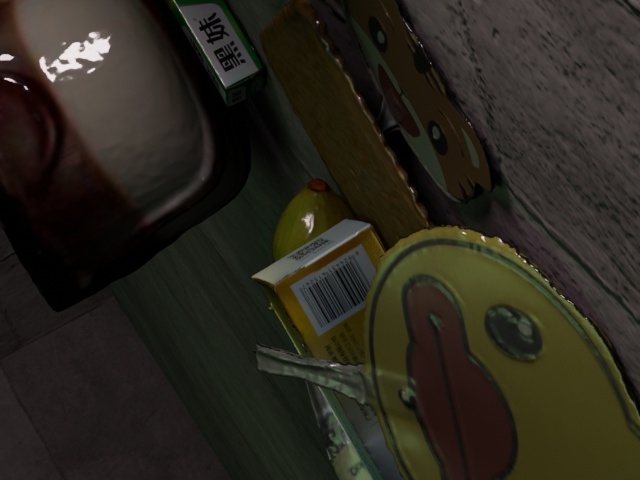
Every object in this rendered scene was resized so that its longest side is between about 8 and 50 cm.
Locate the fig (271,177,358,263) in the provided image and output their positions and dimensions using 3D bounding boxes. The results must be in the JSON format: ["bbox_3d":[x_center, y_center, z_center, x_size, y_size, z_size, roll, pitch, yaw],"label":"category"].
[{"bbox_3d":[0.000,0.000,1.423,0.074,0.074,0.088,-143,43,-67],"label":"fig"}]

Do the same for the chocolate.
[{"bbox_3d":[-0.163,-0.100,1.586,0.283,0.186,0.283,-17,-90,-83],"label":"chocolate"}]

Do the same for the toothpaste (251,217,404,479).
[{"bbox_3d":[0.069,0.138,1.352,0.313,0.089,0.071,61,166,-11],"label":"toothpaste"}]

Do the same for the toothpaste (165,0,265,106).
[{"bbox_3d":[-0.099,-0.187,1.495,0.178,0.037,0.043,60,169,12],"label":"toothpaste"}]

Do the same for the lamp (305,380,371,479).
[{"bbox_3d":[0.047,0.136,1.465,0.250,0.101,0.101,62,171,17],"label":"lamp"}]

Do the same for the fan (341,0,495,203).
[{"bbox_3d":[0.046,-0.078,1.141,0.152,0.008,0.226,60,170,5],"label":"fan"}]

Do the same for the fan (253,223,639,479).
[{"bbox_3d":[0.073,0.092,1.123,0.335,0.011,0.229,12,122,46],"label":"fan"}]

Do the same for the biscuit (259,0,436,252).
[{"bbox_3d":[0.029,-0.043,1.268,0.232,0.013,0.237,61,174,-4],"label":"biscuit"}]
